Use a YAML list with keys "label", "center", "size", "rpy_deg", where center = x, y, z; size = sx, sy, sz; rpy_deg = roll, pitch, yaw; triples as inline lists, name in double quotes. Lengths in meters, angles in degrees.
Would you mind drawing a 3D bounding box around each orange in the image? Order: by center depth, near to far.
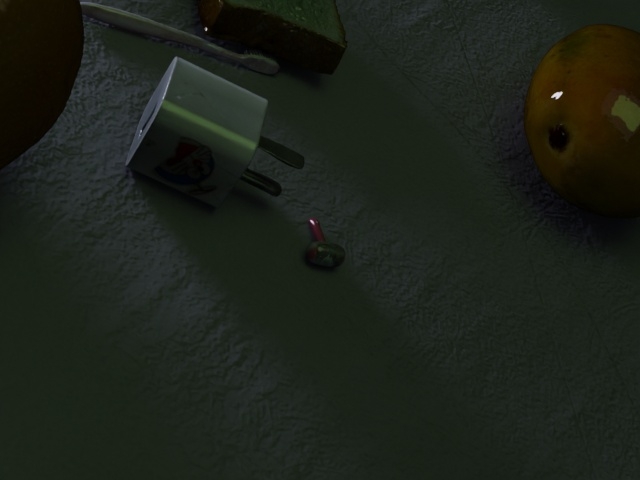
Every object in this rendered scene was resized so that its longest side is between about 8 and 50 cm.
- label: "orange"
  center: [-0.421, -0.213, 1.390]
  size: [0.322, 0.322, 0.357]
  rpy_deg: [25, 52, -15]

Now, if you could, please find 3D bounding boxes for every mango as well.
- label: "mango"
  center: [0.477, -0.204, 2.063]
  size: [0.300, 0.232, 0.446]
  rpy_deg: [36, 36, 3]

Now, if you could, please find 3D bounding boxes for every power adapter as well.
- label: "power adapter"
  center: [-0.124, -0.122, 1.645]
  size: [0.205, 0.130, 0.125]
  rpy_deg: [24, 44, -14]

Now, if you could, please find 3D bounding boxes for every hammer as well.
- label: "hammer"
  center: [0.000, 0.000, 1.706]
  size: [0.052, 0.031, 0.083]
  rpy_deg: [12, 38, -30]

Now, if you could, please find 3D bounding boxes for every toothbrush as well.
- label: "toothbrush"
  center: [-0.196, -0.287, 1.815]
  size: [0.307, 0.025, 0.029]
  rpy_deg: [14, 40, -25]

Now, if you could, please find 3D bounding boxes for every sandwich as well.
- label: "sandwich"
  center: [-0.073, -0.337, 1.895]
  size: [0.214, 0.065, 0.186]
  rpy_deg: [17, 38, -22]
